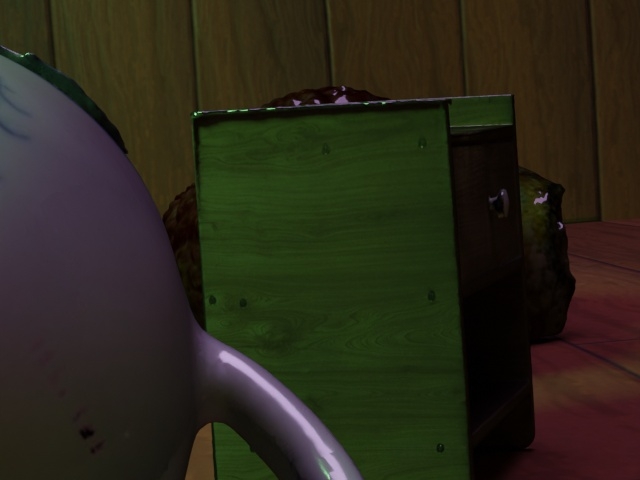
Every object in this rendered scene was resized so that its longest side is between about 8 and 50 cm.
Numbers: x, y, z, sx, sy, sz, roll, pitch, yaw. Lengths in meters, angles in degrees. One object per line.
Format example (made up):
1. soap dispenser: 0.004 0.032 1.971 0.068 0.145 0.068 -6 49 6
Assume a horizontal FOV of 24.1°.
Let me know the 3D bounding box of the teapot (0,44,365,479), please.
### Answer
1. teapot: -0.177 0.068 0.502 0.424 0.252 0.280 20 45 13

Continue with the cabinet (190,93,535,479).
1. cabinet: 0.034 0.028 0.832 0.148 0.215 0.175 -3 4 18

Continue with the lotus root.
1. lotus root: 0.070 0.015 1.407 0.314 0.210 0.142 -18 -17 37

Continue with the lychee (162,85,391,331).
1. lychee: 0.000 0.000 1.188 0.261 0.260 0.260 -4 4 0
